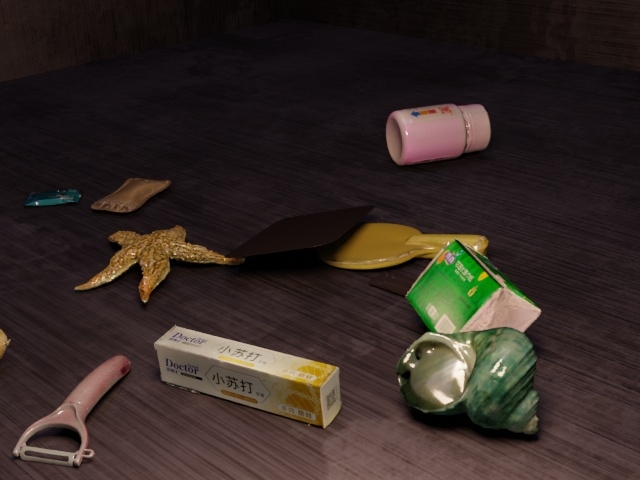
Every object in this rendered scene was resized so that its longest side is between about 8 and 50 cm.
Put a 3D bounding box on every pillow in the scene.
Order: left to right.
[{"bbox_3d":[-0.468,-0.114,2.337,0.130,0.033,0.217,7,26,22],"label":"pillow"}]

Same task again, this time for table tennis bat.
[{"bbox_3d":[0.170,0.011,1.974,0.369,0.054,0.224,1,23,19],"label":"table tennis bat"}]

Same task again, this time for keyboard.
[{"bbox_3d":[0.190,0.098,1.812,0.204,0.013,0.061,17,30,39],"label":"keyboard"}]

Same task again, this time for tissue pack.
[{"bbox_3d":[-0.675,-0.111,2.364,0.138,0.027,0.085,-6,24,0],"label":"tissue pack"},{"bbox_3d":[0.273,0.121,1.608,0.156,0.148,0.209,32,11,-24],"label":"tissue pack"}]

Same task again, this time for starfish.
[{"bbox_3d":[-0.369,0.026,1.972,0.358,0.078,0.347,17,33,37],"label":"starfish"}]

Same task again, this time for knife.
[{"bbox_3d":[-0.361,0.252,1.479,0.123,0.053,0.278,9,27,12],"label":"knife"}]

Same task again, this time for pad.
[{"bbox_3d":[0.001,-0.001,1.989,0.315,0.063,0.375,-9,12,21],"label":"pad"}]

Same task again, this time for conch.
[{"bbox_3d":[0.242,0.214,1.410,0.196,0.134,0.202,-49,41,-2],"label":"conch"}]

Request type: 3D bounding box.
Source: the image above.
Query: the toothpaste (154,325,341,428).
[{"bbox_3d":[-0.118,0.213,1.495,0.313,0.089,0.071,11,32,27],"label":"toothpaste"}]

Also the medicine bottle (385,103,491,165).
[{"bbox_3d":[0.315,-0.288,2.507,0.255,0.152,0.152,-9,25,-16],"label":"medicine bottle"}]

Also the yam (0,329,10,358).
[{"bbox_3d":[-0.646,0.246,1.487,0.083,0.083,0.371,9,28,25],"label":"yam"}]
